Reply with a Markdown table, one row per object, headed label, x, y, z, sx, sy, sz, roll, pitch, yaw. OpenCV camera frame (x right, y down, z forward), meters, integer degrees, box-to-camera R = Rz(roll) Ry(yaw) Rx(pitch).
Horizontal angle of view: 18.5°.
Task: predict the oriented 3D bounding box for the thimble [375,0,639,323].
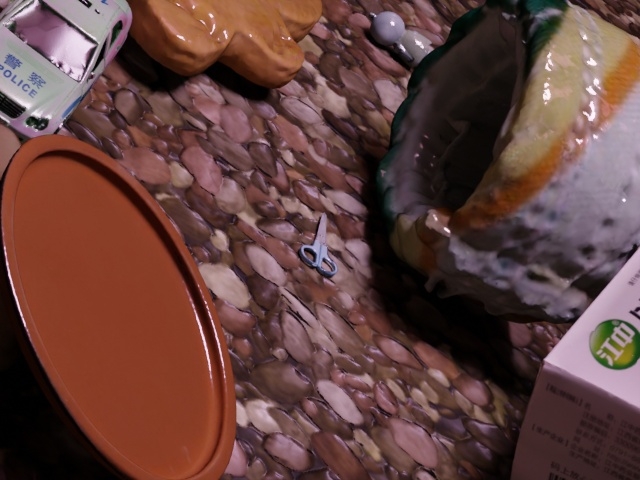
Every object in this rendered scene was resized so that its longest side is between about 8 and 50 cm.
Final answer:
| label | x | y | z | sx | sy | sz | roll | pitch | yaw |
| --- | --- | --- | --- | --- | --- | --- | --- | --- | --- |
| thimble | 0.167 | -0.065 | 1.631 | 0.167 | 0.254 | 0.288 | 27 | 45 | -19 |

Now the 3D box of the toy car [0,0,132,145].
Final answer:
| label | x | y | z | sx | sy | sz | roll | pitch | yaw |
| --- | --- | --- | --- | --- | --- | --- | --- | --- | --- |
| toy car | -0.203 | -0.147 | 1.474 | 0.090 | 0.076 | 0.224 | 38 | 28 | -9 |

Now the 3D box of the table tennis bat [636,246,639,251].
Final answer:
| label | x | y | z | sx | sy | sz | roll | pitch | yaw |
| --- | --- | --- | --- | --- | --- | --- | --- | --- | --- |
| table tennis bat | 0.329 | 0.082 | 1.809 | 0.173 | 0.022 | 0.301 | 49 | 17 | -33 |

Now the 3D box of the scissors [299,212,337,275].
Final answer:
| label | x | y | z | sx | sy | sz | roll | pitch | yaw |
| --- | --- | --- | --- | --- | --- | --- | --- | --- | --- |
| scissors | 0.000 | 0.000 | 1.587 | 0.036 | 0.006 | 0.083 | 31 | 29 | -15 |

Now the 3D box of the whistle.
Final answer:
| label | x | y | z | sx | sy | sz | roll | pitch | yaw |
| --- | --- | --- | --- | --- | --- | --- | --- | --- | --- |
| whistle | 0.087 | -0.194 | 1.945 | 0.100 | 0.035 | 0.035 | 37 | 28 | -11 |

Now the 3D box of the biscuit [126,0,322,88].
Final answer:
| label | x | y | z | sx | sy | sz | roll | pitch | yaw |
| --- | --- | --- | --- | --- | --- | --- | --- | --- | --- |
| biscuit | -0.110 | -0.243 | 1.732 | 0.275 | 0.052 | 0.355 | 43 | 25 | 7 |

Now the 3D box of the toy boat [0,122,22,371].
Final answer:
| label | x | y | z | sx | sy | sz | roll | pitch | yaw |
| --- | --- | --- | --- | --- | --- | --- | --- | --- | --- |
| toy boat | -0.224 | -0.004 | 1.256 | 0.116 | 0.061 | 0.188 | 12 | 39 | -45 |

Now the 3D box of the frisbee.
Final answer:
| label | x | y | z | sx | sy | sz | roll | pitch | yaw |
| --- | --- | --- | --- | --- | --- | --- | --- | --- | --- |
| frisbee | -0.129 | 0.048 | 1.253 | 0.251 | 0.021 | 0.251 | 51 | 25 | -34 |

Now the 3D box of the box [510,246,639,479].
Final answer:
| label | x | y | z | sx | sy | sz | roll | pitch | yaw |
| --- | --- | --- | --- | --- | --- | --- | --- | --- | --- |
| box | 0.304 | 0.097 | 1.526 | 0.173 | 0.145 | 0.333 | 26 | 45 | 23 |
